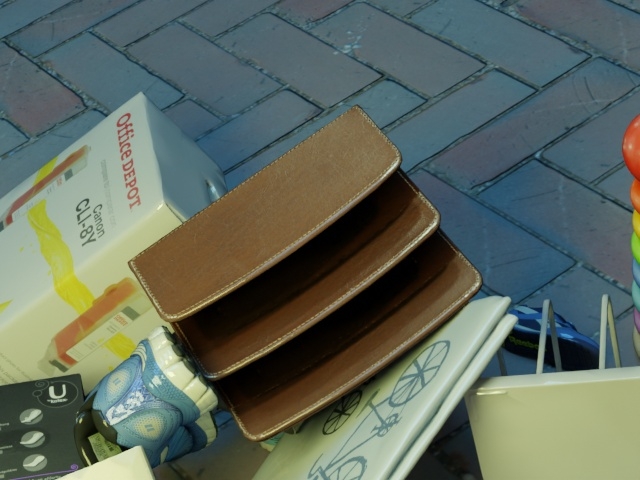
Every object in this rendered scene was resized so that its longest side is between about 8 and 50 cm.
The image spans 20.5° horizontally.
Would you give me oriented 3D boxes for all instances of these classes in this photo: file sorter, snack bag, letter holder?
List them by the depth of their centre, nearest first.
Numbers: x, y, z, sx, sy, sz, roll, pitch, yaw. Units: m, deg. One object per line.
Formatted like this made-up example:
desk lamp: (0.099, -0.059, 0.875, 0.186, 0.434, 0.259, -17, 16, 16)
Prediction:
letter holder: (-0.012, 0.039, 1.859, 0.302, 0.152, 0.214, -35, 42, -3)
file sorter: (0.309, 0.165, 1.868, 0.277, 0.193, 0.173, -6, 35, 14)
snack bag: (0.040, 0.202, 1.880, 0.323, 0.037, 0.342, -53, 15, -21)

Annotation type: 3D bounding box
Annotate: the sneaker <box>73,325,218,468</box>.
sneaker: (-0.200, 0.188, 1.896, 0.147, 0.330, 0.130, -35, 78, -12)

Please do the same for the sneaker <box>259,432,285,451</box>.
sneaker: (-0.014, 0.176, 2.071, 0.063, 0.073, 0.162, 18, 49, 38)

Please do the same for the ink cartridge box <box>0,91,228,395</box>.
ink cartridge box: (-0.303, 0.034, 2.185, 0.384, 0.160, 0.279, -36, 33, 12)

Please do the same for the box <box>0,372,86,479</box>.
box: (-0.308, 0.298, 1.930, 0.143, 0.165, 0.270, -9, 38, -7)

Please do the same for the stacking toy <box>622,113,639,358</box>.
stacking toy: (0.396, -0.008, 1.938, 0.141, 0.330, 0.141, -10, 37, 8)

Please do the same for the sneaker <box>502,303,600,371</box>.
sneaker: (0.273, 0.109, 2.069, 0.144, 0.053, 0.059, 19, 47, 37)

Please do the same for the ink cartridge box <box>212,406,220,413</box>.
ink cartridge box: (-0.115, 0.173, 2.134, 0.083, 0.048, 0.028, -26, 38, -12)

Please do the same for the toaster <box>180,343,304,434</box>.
toaster: (-0.059, 0.115, 2.013, 0.185, 0.110, 0.168, 14, 57, 40)

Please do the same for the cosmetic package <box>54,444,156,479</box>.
cosmetic package: (-0.174, 0.363, 1.697, 0.129, 0.153, 0.296, -21, 77, -8)
